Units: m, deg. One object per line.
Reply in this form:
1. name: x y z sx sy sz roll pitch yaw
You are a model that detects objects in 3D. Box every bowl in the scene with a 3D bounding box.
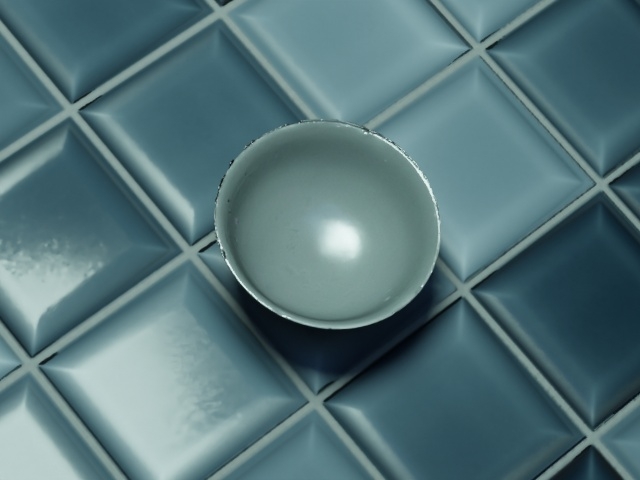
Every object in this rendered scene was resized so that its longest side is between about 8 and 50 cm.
1. bowl: 0.000 0.000 1.608 0.189 0.086 0.189 4 66 -8
